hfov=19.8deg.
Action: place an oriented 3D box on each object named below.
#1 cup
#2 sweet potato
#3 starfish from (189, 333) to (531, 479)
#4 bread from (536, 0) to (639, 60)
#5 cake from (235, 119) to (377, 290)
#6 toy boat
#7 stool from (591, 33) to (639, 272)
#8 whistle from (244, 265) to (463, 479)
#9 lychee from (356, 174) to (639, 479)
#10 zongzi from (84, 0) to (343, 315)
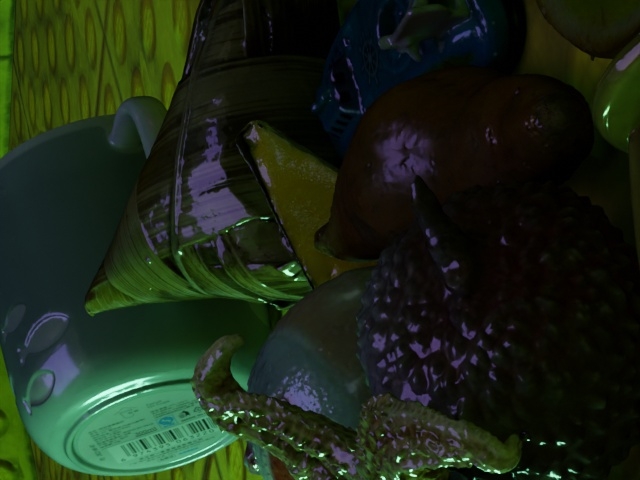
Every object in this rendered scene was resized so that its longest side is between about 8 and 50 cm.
[{"bbox_3d":[-0.167,0.036,1.704,0.356,0.259,0.274,114,145,-54],"label":"cup"},{"bbox_3d":[0.074,-0.050,1.108,0.359,0.112,0.112,147,117,-62],"label":"sweet potato"},{"bbox_3d":[0.063,0.166,0.937,0.299,0.060,0.302,25,145,39],"label":"starfish"},{"bbox_3d":[0.157,-0.193,0.860,0.236,0.070,0.236,176,90,-73],"label":"bread"},{"bbox_3d":[0.001,0.000,1.307,0.116,0.185,0.080,-63,-19,1],"label":"cake"},{"bbox_3d":[0.042,-0.120,1.240,0.299,0.092,0.134,125,134,-65],"label":"toy boat"},{"bbox_3d":[0.181,-0.031,0.760,0.135,0.134,0.110,28,-144,-54],"label":"stool"},{"bbox_3d":[0.059,0.139,1.105,0.348,0.189,0.189,-127,35,-53],"label":"whistle"},{"bbox_3d":[0.096,0.046,0.960,0.197,0.165,0.165,49,-170,-39],"label":"lychee"},{"bbox_3d":[-0.099,-0.077,1.493,0.288,0.134,0.286,-12,76,41],"label":"zongzi"}]
